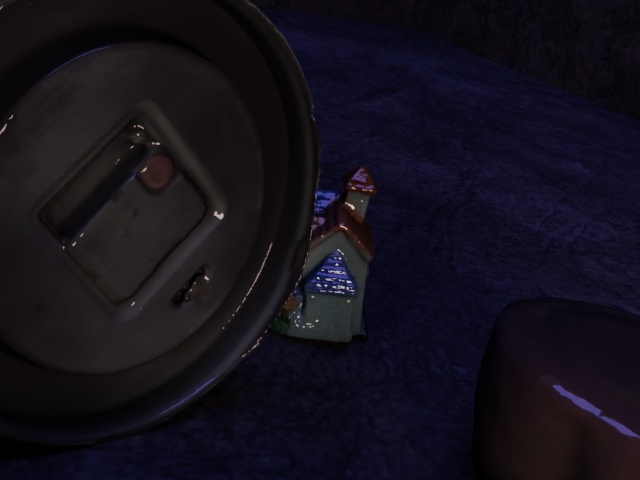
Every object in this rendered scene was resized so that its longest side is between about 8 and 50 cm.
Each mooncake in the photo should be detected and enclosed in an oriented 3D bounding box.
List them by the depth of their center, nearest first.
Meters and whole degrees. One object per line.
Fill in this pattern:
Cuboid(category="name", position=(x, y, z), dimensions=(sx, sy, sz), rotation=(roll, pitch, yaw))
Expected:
Cuboid(category="mooncake", position=(0.221, 0.142, 0.737), dimensions=(0.245, 0.133, 0.245), rotation=(12, 19, -4))

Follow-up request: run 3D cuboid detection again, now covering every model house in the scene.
Cuboid(category="model house", position=(0.000, 0.000, 0.960), dimensions=(0.119, 0.148, 0.148), rotation=(11, 18, -4))

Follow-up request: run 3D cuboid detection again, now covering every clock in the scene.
Cuboid(category="clock", position=(-0.139, -0.024, 0.683), dimensions=(0.325, 0.325, 0.067), rotation=(-5, 20, -42))
